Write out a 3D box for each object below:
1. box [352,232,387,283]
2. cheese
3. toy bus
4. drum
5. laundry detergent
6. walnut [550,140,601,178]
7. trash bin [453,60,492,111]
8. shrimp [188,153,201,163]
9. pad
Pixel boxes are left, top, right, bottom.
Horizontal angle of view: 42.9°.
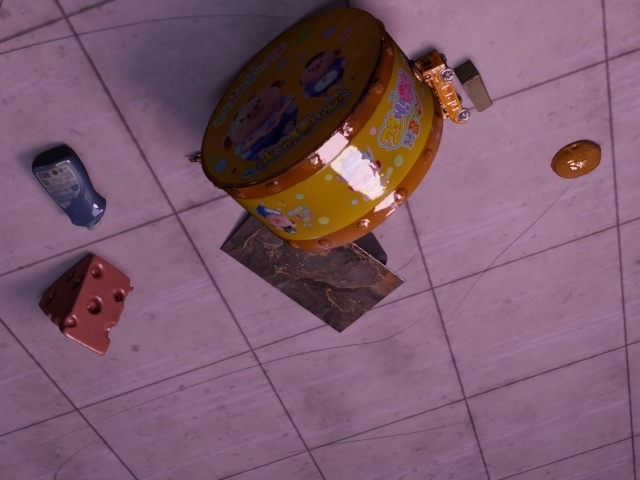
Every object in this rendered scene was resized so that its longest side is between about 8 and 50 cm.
[{"bbox_3d":[0.104,0.036,1.926,0.069,0.122,0.084,-9,134,-20],"label":"box"},{"bbox_3d":[-0.551,0.162,1.865,0.177,0.203,0.128,-15,141,39],"label":"cheese"},{"bbox_3d":[0.253,-0.308,1.696,0.074,0.070,0.162,-24,129,9],"label":"toy bus"},{"bbox_3d":[0.002,-0.205,1.501,0.431,0.431,0.214,-35,128,16],"label":"drum"},{"bbox_3d":[-0.514,-0.097,1.707,0.096,0.061,0.206,-20,131,2],"label":"laundry detergent"},{"bbox_3d":[0.602,-0.178,1.896,0.121,0.052,0.091,-22,134,9],"label":"walnut"},{"bbox_3d":[0.322,-0.320,1.708,0.043,0.061,0.092,-29,132,11],"label":"trash bin"},{"bbox_3d":[-0.227,-0.156,1.749,0.114,0.023,0.083,-2,133,-16],"label":"shrimp"},{"bbox_3d":[-0.021,0.056,1.880,0.367,0.007,0.247,36,127,-15],"label":"pad"}]
